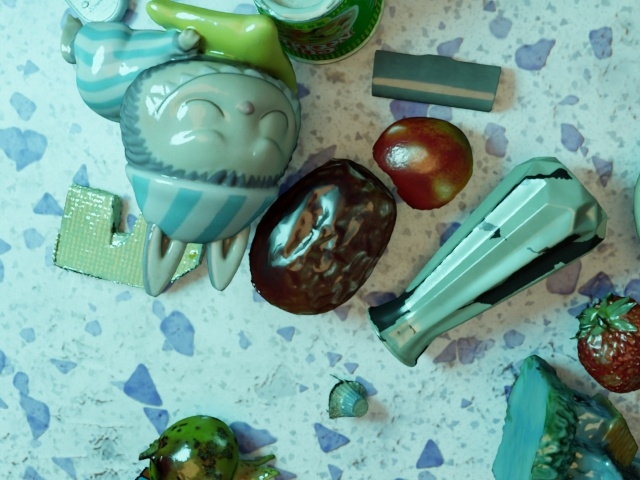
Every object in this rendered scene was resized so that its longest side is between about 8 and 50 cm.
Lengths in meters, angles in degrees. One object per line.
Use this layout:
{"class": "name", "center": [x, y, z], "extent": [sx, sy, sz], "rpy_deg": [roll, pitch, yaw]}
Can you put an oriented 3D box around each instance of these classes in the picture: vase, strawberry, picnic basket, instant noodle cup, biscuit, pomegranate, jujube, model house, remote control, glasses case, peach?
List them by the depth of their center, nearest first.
{"class": "instant noodle cup", "center": [-0.016, -0.362, 1.019], "extent": [0.207, 0.233, 0.207], "rpy_deg": [1, 97, 8]}
{"class": "model house", "center": [0.390, 0.315, 1.039], "extent": [0.241, 0.261, 0.226], "rpy_deg": [16, 100, 6]}
{"class": "strawberry", "center": [0.445, 0.159, 1.081], "extent": [0.131, 0.131, 0.148], "rpy_deg": [-42, 88, 11]}
{"class": "vase", "center": [0.240, 0.038, 1.084], "extent": [0.360, 0.165, 0.165], "rpy_deg": [-41, 91, 14]}
{"class": "jujube", "center": [0.000, 0.000, 1.095], "extent": [0.183, 0.183, 0.243], "rpy_deg": [41, 107, 1]}
{"class": "peach", "center": [0.155, -0.128, 1.095], "extent": [0.151, 0.151, 0.118], "rpy_deg": [-25, 138, 10]}
{"class": "glasses case", "center": [0.172, -0.243, 1.109], "extent": [0.191, 0.042, 0.072], "rpy_deg": [9, 91, 7]}
{"class": "remote control", "center": [-0.399, -0.440, 1.157], "extent": [0.087, 0.047, 0.244], "rpy_deg": [-40, 91, 14]}
{"class": "pomegranate", "center": [-0.177, 0.374, 1.186], "extent": [0.220, 0.156, 0.156], "rpy_deg": [28, 100, 3]}
{"class": "picnic basket", "center": [0.039, 0.257, 1.187], "extent": [0.083, 0.083, 0.065], "rpy_deg": [10, 104, 51]}
{"class": "biscuit", "center": [-0.310, 0.000, 1.204], "extent": [0.250, 0.046, 0.147], "rpy_deg": [13, 98, 7]}

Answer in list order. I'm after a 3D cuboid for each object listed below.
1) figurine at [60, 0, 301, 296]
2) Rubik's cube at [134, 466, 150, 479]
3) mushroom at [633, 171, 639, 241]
{"class": "figurine", "center": [-0.224, -0.116, 1.025], "extent": [0.361, 0.266, 0.377], "rpy_deg": [9, 78, 24]}
{"class": "Rubik's cube", "center": [-0.270, 0.496, 1.212], "extent": [0.155, 0.154, 0.151], "rpy_deg": [23, 101, 5]}
{"class": "mushroom", "center": [0.575, -0.040, 0.952], "extent": [0.293, 0.290, 0.292], "rpy_deg": [0, 93, 9]}
